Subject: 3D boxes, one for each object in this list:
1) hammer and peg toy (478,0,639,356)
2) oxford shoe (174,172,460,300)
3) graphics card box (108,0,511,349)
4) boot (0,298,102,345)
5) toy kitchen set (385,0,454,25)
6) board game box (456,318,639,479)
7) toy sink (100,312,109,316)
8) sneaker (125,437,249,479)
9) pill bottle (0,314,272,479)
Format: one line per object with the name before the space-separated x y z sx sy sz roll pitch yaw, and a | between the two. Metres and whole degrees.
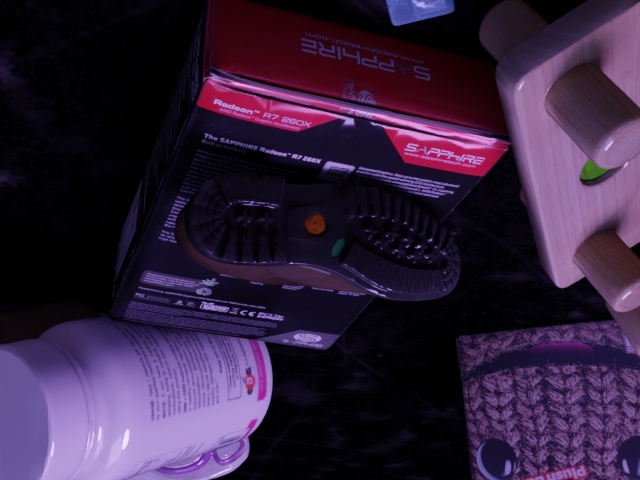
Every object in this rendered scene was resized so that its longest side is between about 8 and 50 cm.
hammer and peg toy | 0.262 -0.074 0.641 0.266 0.127 0.361 -33 144 1
oxford shoe | 0.000 0.000 0.697 0.227 0.083 0.096 13 164 -22
graphics card box | -0.033 -0.030 0.790 0.232 0.094 0.371 9 146 -18
boot | -0.318 0.045 0.882 0.236 0.089 0.269 -32 143 -36
toy kitchen set | -0.035 -0.171 0.532 0.207 0.122 0.166 -8 148 11
board game box | 0.293 0.259 1.090 0.232 0.291 0.141 -8 148 9
toy sink | -0.270 0.203 1.122 0.152 0.131 0.234 19 143 -31
sneaker | -0.243 0.290 1.316 0.305 0.114 0.152 -4 162 11
pill bottle | -0.194 0.152 0.921 0.160 0.160 0.283 -26 167 34
